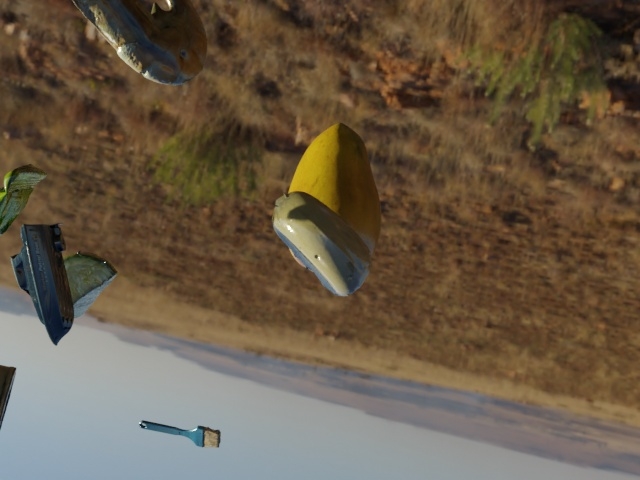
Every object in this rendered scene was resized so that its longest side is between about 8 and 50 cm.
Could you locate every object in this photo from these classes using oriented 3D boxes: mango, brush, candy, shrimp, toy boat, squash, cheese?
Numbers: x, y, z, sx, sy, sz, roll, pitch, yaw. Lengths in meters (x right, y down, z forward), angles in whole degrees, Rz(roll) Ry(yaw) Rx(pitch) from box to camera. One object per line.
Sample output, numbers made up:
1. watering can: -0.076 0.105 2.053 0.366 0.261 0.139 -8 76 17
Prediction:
1. mango: 0.025 -0.077 1.659 0.172 0.318 0.211 14 159 -34
2. brush: -0.273 0.370 1.585 0.164 0.051 0.014 10 -147 6
3. candy: -0.546 -0.029 1.307 0.069 0.246 0.149 56 -178 -8
4. shrimp: -0.241 -0.319 1.072 0.254 0.145 0.059 48 152 -20
5. toy boat: -0.313 0.050 0.935 0.060 0.141 0.055 -12 179 -3
6. squash: -0.533 0.087 1.840 0.111 0.203 0.288 54 180 0
7. cheese: 0.000 0.000 1.408 0.202 0.091 0.175 47 169 -8

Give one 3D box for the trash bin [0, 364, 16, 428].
1. trash bin: -0.593 0.257 1.164 0.262 0.217 0.277 15 -148 -17
